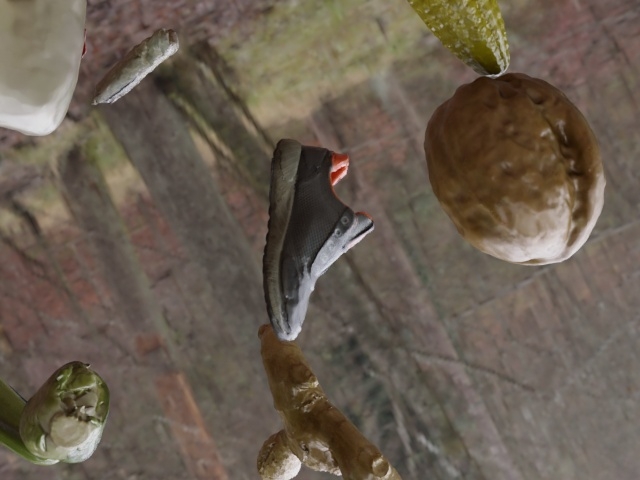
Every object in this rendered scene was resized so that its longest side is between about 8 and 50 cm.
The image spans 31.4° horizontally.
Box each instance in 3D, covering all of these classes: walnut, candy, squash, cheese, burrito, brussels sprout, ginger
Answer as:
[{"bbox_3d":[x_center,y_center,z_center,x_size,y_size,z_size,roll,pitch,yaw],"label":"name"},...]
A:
[{"bbox_3d":[0.251,-0.086,1.468,0.224,0.257,0.257,-14,175,-45],"label":"walnut"},{"bbox_3d":[0.184,-0.300,1.487,0.094,0.199,0.106,-46,-161,-30],"label":"candy"},{"bbox_3d":[-0.594,0.303,2.073,0.094,0.341,0.094,-46,160,-23],"label":"squash"},{"bbox_3d":[-0.308,-0.225,0.949,0.174,0.248,0.251,12,180,-40],"label":"cheese"},{"bbox_3d":[-0.279,-0.255,1.691,0.188,0.045,0.058,-35,-175,31],"label":"burrito"},{"bbox_3d":[-0.399,0.281,1.793,0.145,0.131,0.183,-48,-168,21],"label":"brussels sprout"},{"bbox_3d":[-0.001,0.345,2.088,0.122,0.348,0.363,-27,-152,-34],"label":"ginger"}]

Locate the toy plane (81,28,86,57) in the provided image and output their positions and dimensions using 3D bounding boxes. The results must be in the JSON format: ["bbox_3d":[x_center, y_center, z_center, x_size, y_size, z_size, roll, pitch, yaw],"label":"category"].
[{"bbox_3d":[-0.309,-0.244,1.286,0.037,0.145,0.060,-18,136,-47],"label":"toy plane"}]

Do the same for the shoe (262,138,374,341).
[{"bbox_3d":[0.000,0.000,1.822,0.171,0.336,0.132,3,162,3],"label":"shoe"}]
